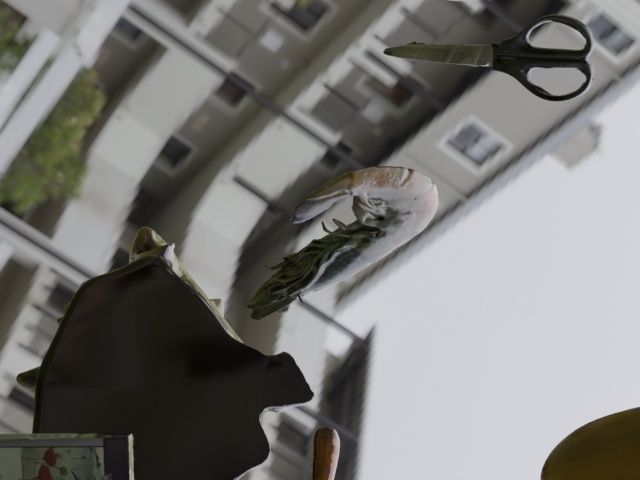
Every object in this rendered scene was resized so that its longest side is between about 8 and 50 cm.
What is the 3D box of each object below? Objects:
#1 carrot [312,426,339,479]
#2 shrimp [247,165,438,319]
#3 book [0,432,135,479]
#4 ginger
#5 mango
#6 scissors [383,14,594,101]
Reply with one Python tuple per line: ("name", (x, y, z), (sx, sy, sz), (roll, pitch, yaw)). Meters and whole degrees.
("carrot", (0.004, 0.261, 1.663), (0.032, 0.032, 0.093), (-33, -138, 52))
("shrimp", (0.000, 0.000, 1.658), (0.296, 0.169, 0.058), (-34, -129, 23))
("book", (-0.322, 0.296, 1.613), (0.026, 0.231, 0.157), (-35, 123, -80))
("ginger", (-0.222, 0.217, 1.963), (0.413, 0.358, 0.211), (-62, -174, -24))
("mango", (0.307, 0.204, 1.202), (0.253, 0.138, 0.113), (-7, -174, 27))
("scissors", (0.211, -0.237, 1.842), (0.300, 0.109, 0.022), (7, -163, 34))
